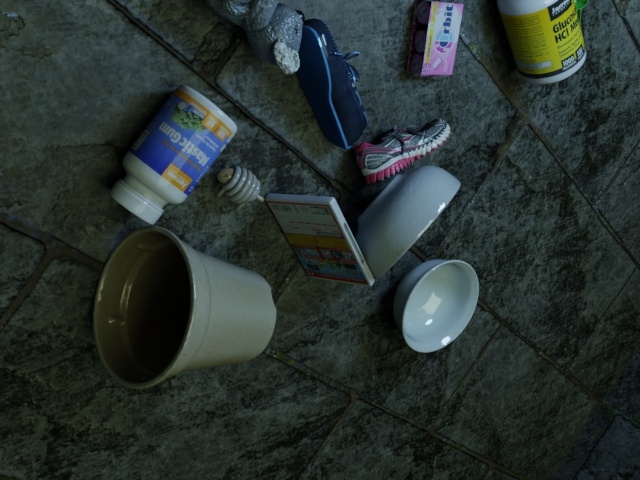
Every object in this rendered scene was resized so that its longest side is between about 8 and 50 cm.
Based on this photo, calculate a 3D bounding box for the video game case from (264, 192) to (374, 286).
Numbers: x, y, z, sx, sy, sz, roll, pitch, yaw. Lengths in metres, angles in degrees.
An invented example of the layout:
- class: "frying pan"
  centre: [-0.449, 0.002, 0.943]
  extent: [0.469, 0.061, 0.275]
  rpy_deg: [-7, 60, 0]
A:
- class: "video game case"
  centre: [0.000, 0.000, 1.670]
  extent: [0.025, 0.204, 0.285]
  rpy_deg: [-55, 135, -32]

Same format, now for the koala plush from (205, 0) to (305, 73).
- class: "koala plush"
  centre: [-0.113, -0.458, 1.395]
  extent: [0.203, 0.196, 0.221]
  rpy_deg: [-29, 126, -7]

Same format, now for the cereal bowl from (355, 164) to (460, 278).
- class: "cereal bowl"
  centre: [0.199, -0.069, 1.739]
  extent: [0.141, 0.339, 0.339]
  rpy_deg: [42, 83, 0]

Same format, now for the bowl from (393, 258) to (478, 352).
- class: "bowl"
  centre: [0.319, 0.173, 2.016]
  extent: [0.298, 0.134, 0.297]
  rpy_deg: [-16, 120, -30]

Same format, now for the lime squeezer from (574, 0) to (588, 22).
- class: "lime squeezer"
  centre: [0.696, -0.632, 1.806]
  extent: [0.310, 0.059, 0.110]
  rpy_deg: [32, 61, -79]

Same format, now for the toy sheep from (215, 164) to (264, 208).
- class: "toy sheep"
  centre: [-0.184, -0.124, 1.555]
  extent: [0.132, 0.091, 0.091]
  rpy_deg: [31, 91, -35]

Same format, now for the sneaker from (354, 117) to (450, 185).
- class: "sneaker"
  centre: [0.222, -0.255, 1.767]
  extent: [0.299, 0.121, 0.112]
  rpy_deg: [-32, 96, -29]

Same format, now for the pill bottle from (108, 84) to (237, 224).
- class: "pill bottle"
  centre: [-0.310, -0.172, 1.399]
  extent: [0.152, 0.152, 0.272]
  rpy_deg: [39, 85, -40]

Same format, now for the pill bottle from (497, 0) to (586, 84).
- class: "pill bottle"
  centre: [0.585, -0.602, 1.808]
  extent: [0.188, 0.188, 0.334]
  rpy_deg: [-43, 129, -11]

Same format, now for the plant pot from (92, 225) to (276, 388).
- class: "plant pot"
  centre: [-0.275, 0.157, 1.495]
  extent: [0.305, 0.334, 0.333]
  rpy_deg: [14, 103, -50]

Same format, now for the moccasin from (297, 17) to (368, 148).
- class: "moccasin"
  centre: [0.029, -0.375, 1.578]
  extent: [0.117, 0.138, 0.342]
  rpy_deg: [-41, 143, -18]

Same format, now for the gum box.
- class: "gum box"
  centre: [0.290, -0.511, 1.724]
  extent: [0.107, 0.062, 0.188]
  rpy_deg: [-9, 115, -32]
